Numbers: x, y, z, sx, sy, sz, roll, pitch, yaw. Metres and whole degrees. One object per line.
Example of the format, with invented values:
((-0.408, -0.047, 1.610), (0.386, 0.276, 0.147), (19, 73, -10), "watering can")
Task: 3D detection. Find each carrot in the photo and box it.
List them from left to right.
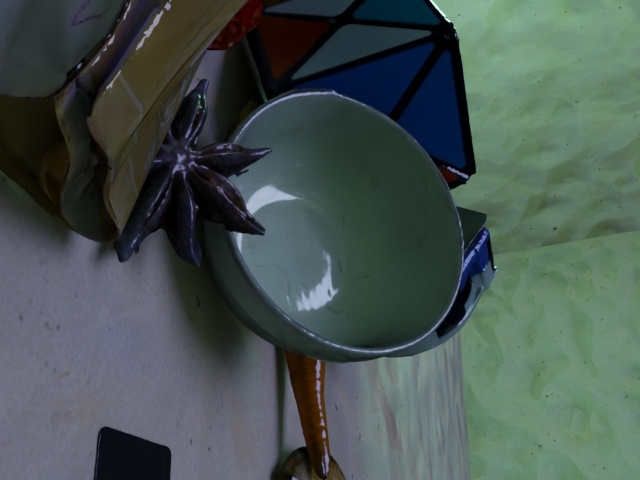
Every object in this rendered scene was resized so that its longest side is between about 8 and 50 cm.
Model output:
((-0.013, 0.183, 0.922), (0.061, 0.061, 0.256), (51, 26, -60), "carrot")

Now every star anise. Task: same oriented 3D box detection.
((-0.125, -0.060, 0.637), (0.181, 0.061, 0.204), (13, 61, -30), "star anise")

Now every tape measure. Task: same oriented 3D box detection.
((0.137, 0.069, 1.190), (0.262, 0.259, 0.138), (-58, 137, -29), "tape measure")

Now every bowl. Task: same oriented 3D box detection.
((0.000, 0.000, 0.808), (0.307, 0.163, 0.307), (14, 60, -26), "bowl")

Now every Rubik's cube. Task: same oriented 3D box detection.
((0.053, -0.200, 0.992), (0.250, 0.247, 0.248), (-109, -179, -48), "Rubik's cube")

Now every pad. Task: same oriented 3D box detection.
((-0.147, 0.233, 0.550), (0.112, 0.003, 0.157), (52, 31, -59), "pad")

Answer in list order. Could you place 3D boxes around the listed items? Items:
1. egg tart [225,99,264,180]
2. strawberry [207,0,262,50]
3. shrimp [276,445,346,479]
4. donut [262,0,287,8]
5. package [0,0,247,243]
((-0.085, -0.115, 0.917), (0.130, 0.052, 0.130), (-12, 90, -74), "egg tart")
((-0.121, -0.392, 0.794), (0.265, 0.149, 0.336), (-65, 142, -68), "strawberry")
((0.017, 0.437, 0.890), (0.233, 0.071, 0.364), (-50, 125, -66), "shrimp")
((-0.021, -0.520, 1.152), (0.449, 0.198, 0.448), (-13, 90, -74), "donut")
((-0.104, -0.175, 0.493), (0.311, 0.165, 0.221), (-67, 150, -26), "package")
